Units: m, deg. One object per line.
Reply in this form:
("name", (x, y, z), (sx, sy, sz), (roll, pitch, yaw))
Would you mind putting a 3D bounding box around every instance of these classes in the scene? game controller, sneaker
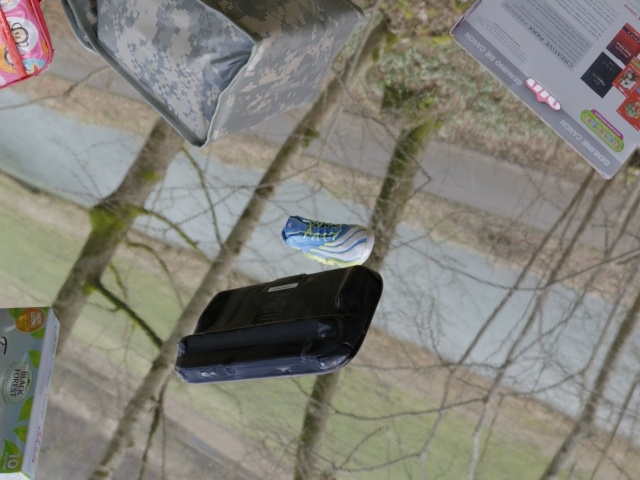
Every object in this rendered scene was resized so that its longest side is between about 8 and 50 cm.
("game controller", (-0.062, 0.113, 0.973), (0.319, 0.166, 0.067), (-12, 119, 38))
("sneaker", (0.000, 0.000, 1.457), (0.126, 0.091, 0.240), (18, 168, -30))

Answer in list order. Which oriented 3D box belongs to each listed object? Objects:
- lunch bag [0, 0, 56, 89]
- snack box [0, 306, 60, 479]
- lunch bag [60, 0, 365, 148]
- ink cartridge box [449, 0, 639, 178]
("lunch bag", (-0.495, -0.341, 0.996), (0.120, 0.258, 0.293), (54, 159, 32))
("snack box", (-0.275, 0.124, 0.590), (0.100, 0.141, 0.037), (-1, 147, -4))
("lunch bag", (-0.138, -0.269, 0.815), (0.287, 0.235, 0.169), (43, 128, 8))
("ink cartridge box", (0.361, -0.271, 1.070), (0.309, 0.272, 0.130), (42, 168, -3))
